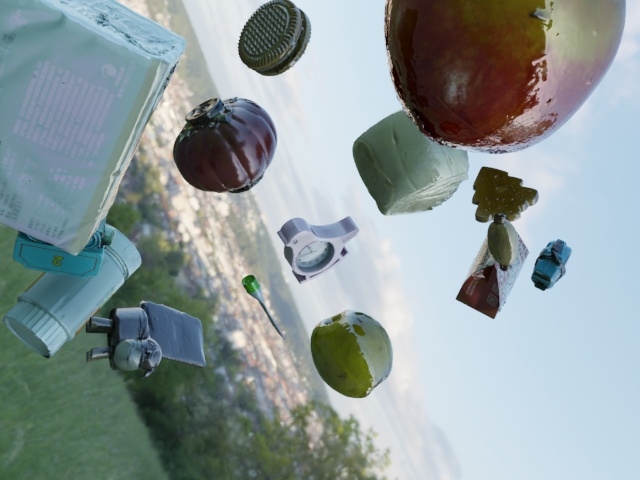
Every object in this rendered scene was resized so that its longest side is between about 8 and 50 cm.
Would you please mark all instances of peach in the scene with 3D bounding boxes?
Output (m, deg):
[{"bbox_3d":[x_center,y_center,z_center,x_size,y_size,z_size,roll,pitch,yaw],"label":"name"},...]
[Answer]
[{"bbox_3d":[0.250,-0.309,0.962,0.370,0.370,0.370,158,-90,-85],"label":"peach"}]

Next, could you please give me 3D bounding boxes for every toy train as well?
[{"bbox_3d":[-0.554,-0.007,1.399,0.112,0.203,0.163,-102,-148,-51],"label":"toy train"}]

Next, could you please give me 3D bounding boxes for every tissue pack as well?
[{"bbox_3d":[-0.463,-0.227,1.093,0.331,0.405,0.205,27,28,-15],"label":"tissue pack"}]

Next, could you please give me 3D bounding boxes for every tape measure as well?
[{"bbox_3d":[0.604,0.063,1.695,0.081,0.125,0.146,28,-15,22],"label":"tape measure"}]

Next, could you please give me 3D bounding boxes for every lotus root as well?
[{"bbox_3d":[0.415,-0.001,1.479,0.073,0.062,0.150,-139,-150,-60],"label":"lotus root"}]

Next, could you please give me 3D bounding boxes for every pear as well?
[{"bbox_3d":[0.060,0.208,1.195,0.162,0.149,0.149,57,-5,2],"label":"pear"}]

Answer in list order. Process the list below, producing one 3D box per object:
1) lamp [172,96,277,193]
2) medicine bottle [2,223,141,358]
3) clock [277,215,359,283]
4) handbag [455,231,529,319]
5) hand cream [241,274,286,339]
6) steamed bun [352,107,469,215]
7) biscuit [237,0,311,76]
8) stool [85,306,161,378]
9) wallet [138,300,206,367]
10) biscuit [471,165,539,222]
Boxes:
[{"bbox_3d":[-0.265,-0.265,1.823,0.257,0.303,0.303,61,-1,-31],"label":"lamp"},{"bbox_3d":[-0.592,0.117,1.561,0.158,0.318,0.158,22,-38,18],"label":"medicine bottle"},{"bbox_3d":[0.000,0.000,2.368,0.080,0.290,0.275,55,-7,40],"label":"clock"},{"bbox_3d":[0.533,0.098,1.992,0.151,0.171,0.298,29,-25,15],"label":"handbag"},{"bbox_3d":[-0.184,0.222,2.150,0.079,0.050,0.275,-95,165,-51],"label":"hand cream"},{"bbox_3d":[0.249,-0.230,1.758,0.290,0.273,0.272,56,-33,17],"label":"steamed bun"},{"bbox_3d":[-0.145,-0.626,2.009,0.079,0.259,0.259,28,30,-51],"label":"biscuit"},{"bbox_3d":[-0.386,0.203,1.268,0.217,0.121,0.125,28,-67,58],"label":"stool"},{"bbox_3d":[-0.520,0.332,2.284,0.377,0.051,0.197,39,36,-63],"label":"wallet"},{"bbox_3d":[0.566,-0.149,2.067,0.041,0.212,0.239,64,5,-49],"label":"biscuit"}]
